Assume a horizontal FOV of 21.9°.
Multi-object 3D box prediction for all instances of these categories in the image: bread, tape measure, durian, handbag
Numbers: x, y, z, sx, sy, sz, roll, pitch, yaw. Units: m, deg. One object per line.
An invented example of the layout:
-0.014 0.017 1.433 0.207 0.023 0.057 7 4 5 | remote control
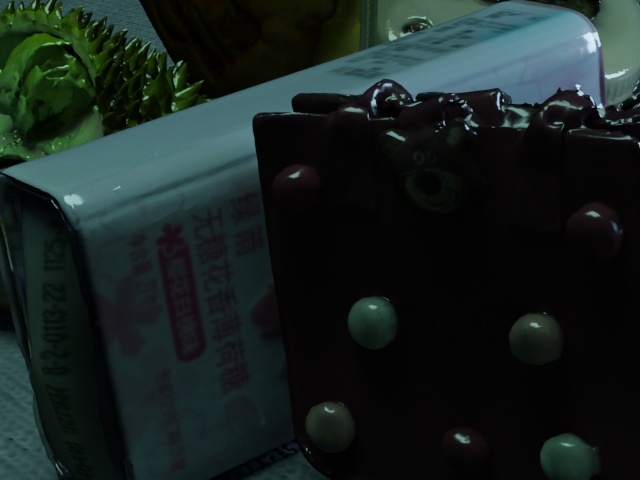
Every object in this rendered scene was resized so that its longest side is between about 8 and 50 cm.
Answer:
-0.059 -0.248 1.493 0.270 0.270 0.148 11 20 42 | bread
0.147 -0.177 1.283 0.231 0.133 0.271 7 38 -6 | tape measure
-0.222 -0.115 1.480 0.355 0.157 0.169 13 66 45 | durian
0.073 0.028 0.792 0.203 0.216 0.074 6 28 29 | handbag

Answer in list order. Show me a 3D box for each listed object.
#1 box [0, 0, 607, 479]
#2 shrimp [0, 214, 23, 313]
0.000 0.000 0.931 0.369 0.190 0.112 -20 23 -30 | box
-0.113 0.000 1.144 0.247 0.085 0.360 -16 18 -35 | shrimp
